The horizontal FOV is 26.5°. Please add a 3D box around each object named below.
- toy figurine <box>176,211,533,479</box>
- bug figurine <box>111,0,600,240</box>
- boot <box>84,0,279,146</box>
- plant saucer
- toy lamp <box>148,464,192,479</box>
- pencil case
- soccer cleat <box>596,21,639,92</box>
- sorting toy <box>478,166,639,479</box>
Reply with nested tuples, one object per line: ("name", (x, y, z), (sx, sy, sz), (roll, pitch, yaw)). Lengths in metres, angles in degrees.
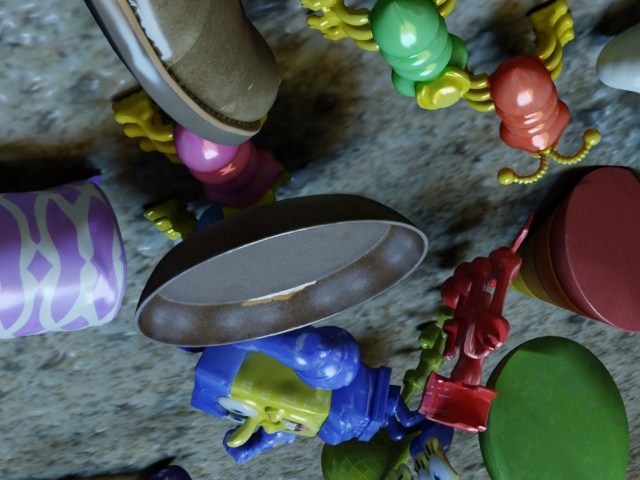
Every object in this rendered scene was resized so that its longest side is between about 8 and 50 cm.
("toy figurine", (-0.009, 0.082, 0.969), (0.217, 0.191, 0.362), (18, 162, -1))
("bug figurine", (0.017, -0.055, 0.755), (0.279, 0.072, 0.216), (-27, 152, 11))
("boot", (-0.057, -0.139, 0.524), (0.115, 0.112, 0.305), (-33, 150, 0))
("plant saucer", (-0.024, 0.015, 0.754), (0.168, 0.029, 0.168), (-14, 160, -5))
("toy lamp", (-0.232, 0.228, 1.097), (0.275, 0.080, 0.080), (-2, 147, -38))
("pencil case", (-0.205, 0.013, 0.705), (0.206, 0.088, 0.086), (-3, 145, -30))
("soccer cleat", (0.252, -0.141, 0.786), (0.196, 0.068, 0.076), (-17, 124, 6))
("sorting toy", (0.137, 0.116, 0.954), (0.127, 0.365, 0.126), (37, 151, -23))
